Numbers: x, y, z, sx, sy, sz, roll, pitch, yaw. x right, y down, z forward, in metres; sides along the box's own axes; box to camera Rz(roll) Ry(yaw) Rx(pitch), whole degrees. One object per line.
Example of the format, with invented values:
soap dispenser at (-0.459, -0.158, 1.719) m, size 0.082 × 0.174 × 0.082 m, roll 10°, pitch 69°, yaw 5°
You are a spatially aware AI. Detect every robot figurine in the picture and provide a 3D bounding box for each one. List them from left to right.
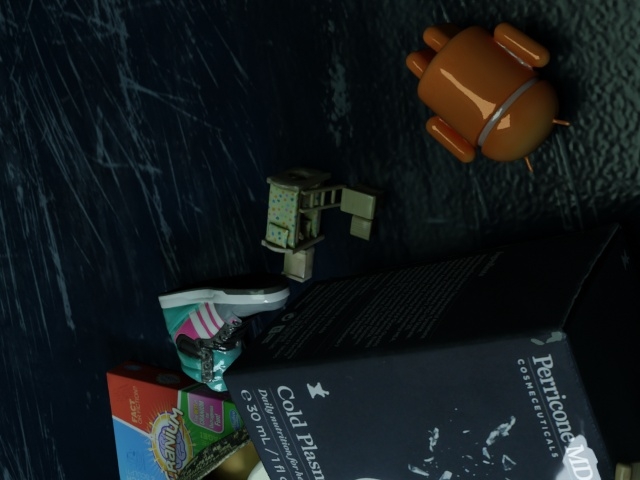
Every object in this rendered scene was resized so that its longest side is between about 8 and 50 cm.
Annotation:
robot figurine at (0.214, -0.187, 1.316) m, size 0.219 × 0.128 × 0.158 m, roll 43°, pitch 85°, yaw 14°

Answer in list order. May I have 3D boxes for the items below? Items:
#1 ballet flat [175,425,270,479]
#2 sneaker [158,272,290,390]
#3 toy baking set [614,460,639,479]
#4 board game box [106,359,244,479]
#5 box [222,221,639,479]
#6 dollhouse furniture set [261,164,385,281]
ballet flat at (-0.114, 0.385, 1.643) m, size 0.164 × 0.182 × 0.483 m, roll 44°, pitch 113°, yaw -6°
sneaker at (-0.147, 0.155, 1.674) m, size 0.296 × 0.124 × 0.178 m, roll -9°, pitch 97°, yaw 47°
toy baking set at (0.385, 0.340, 1.105) m, size 0.030 × 0.197 × 0.256 m, roll 15°, pitch 124°, yaw 66°
board game box at (-0.239, 0.364, 1.855) m, size 0.317 × 0.064 × 0.242 m, roll 7°, pitch 110°, yaw 32°
box at (0.208, 0.279, 1.334) m, size 0.472 × 0.297 × 0.479 m, roll -13°, pitch 108°, yaw 33°
dollhouse furniture set at (0.000, 0.000, 1.541) m, size 0.161 × 0.101 × 0.181 m, roll 18°, pitch 116°, yaw 28°
